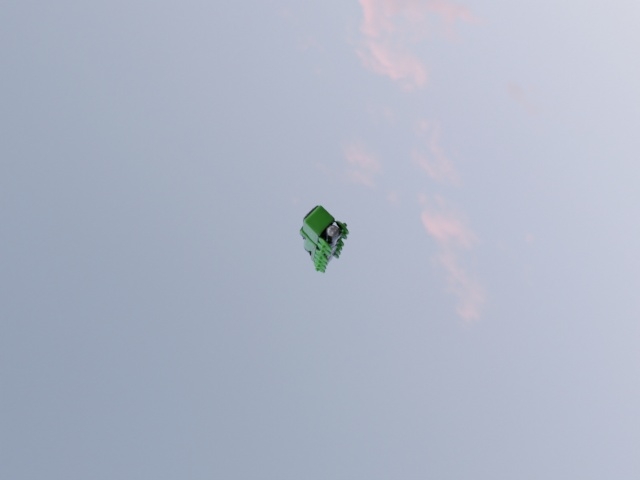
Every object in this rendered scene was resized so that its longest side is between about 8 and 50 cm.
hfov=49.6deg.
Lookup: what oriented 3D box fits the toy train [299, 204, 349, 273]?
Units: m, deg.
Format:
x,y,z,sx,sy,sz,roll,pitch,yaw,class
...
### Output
x,y,z,sx,sy,sz,roll,pitch,yaw,class
0.000,0.000,0.371,0.023,0.083,0.017,43,-100,6,toy train
